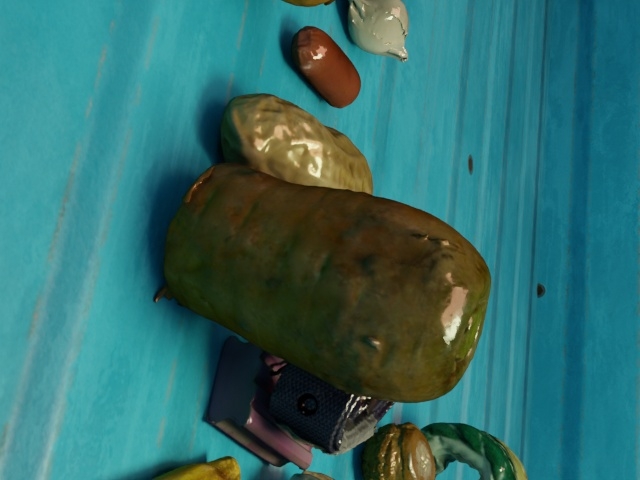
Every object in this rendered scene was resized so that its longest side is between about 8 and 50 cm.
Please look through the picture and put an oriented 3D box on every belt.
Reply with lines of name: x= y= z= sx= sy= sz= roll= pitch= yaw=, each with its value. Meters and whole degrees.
belt: x=0.020 y=0.185 z=1.140 sx=0.230 sy=0.126 sz=0.140 roll=-11 pitch=125 yaw=-65

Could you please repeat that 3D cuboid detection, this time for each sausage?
sausage: x=0.009 y=-0.265 z=1.358 sx=0.194 sy=0.077 sz=0.077 roll=37 pitch=56 yaw=-62

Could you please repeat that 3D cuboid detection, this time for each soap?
soap: x=-0.068 y=0.219 z=1.167 sx=0.203 sy=0.065 sz=0.122 roll=54 pitch=41 yaw=-52

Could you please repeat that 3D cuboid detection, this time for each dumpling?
dumpling: x=0.097 y=-0.393 z=1.538 sx=0.188 sy=0.108 sz=0.127 roll=38 pitch=29 yaw=-40

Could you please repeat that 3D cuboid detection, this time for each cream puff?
cream puff: x=0.132 y=0.396 z=1.547 sx=0.165 sy=0.115 sz=0.150 roll=60 pitch=29 yaw=-32

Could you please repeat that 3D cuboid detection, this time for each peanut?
peanut: x=-0.027 y=-0.104 z=1.194 sx=0.325 sy=0.140 sz=0.153 roll=34 pitch=42 yaw=-57

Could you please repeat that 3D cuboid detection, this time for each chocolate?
chocolate: x=-0.148 y=0.285 z=0.973 sx=0.219 sy=0.085 sz=0.086 roll=-9 pitch=97 yaw=-67

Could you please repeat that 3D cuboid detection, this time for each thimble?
thimble: x=0.250 y=0.489 z=1.645 sx=0.167 sy=0.254 sz=0.288 roll=38 pitch=74 yaw=-56

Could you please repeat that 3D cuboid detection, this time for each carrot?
carrot: x=0.013 y=0.047 z=1.000 sx=0.224 sy=0.340 sz=0.224 roll=-53 pitch=153 yaw=-43

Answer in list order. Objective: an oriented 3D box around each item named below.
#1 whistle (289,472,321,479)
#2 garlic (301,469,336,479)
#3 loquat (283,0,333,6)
whistle: x=-0.028 y=0.458 z=1.061 sx=0.188 sy=0.168 sz=0.405 roll=-41 pitch=136 yaw=-30
garlic: x=-0.021 y=0.445 z=1.226 sx=0.148 sy=0.128 sz=0.267 roll=9 pitch=90 yaw=-31
loquat: x=-0.026 y=-0.423 z=1.146 sx=0.238 sy=0.193 sz=0.238 roll=46 pitch=28 yaw=-34
